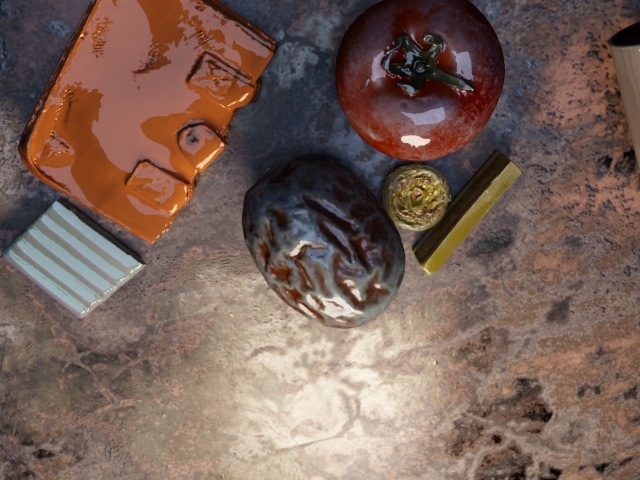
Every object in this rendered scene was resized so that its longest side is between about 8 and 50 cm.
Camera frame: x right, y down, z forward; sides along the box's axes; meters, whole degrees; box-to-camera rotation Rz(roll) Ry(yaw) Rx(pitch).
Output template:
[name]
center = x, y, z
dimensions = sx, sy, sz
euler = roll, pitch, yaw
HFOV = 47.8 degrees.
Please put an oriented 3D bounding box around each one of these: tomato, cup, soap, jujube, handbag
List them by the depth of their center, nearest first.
[tomato]
center = 0.160, -0.261, 1.174
dimensions = 0.270, 0.227, 0.270
euler = 0, 90, 7
[handbag]
center = -0.291, -0.232, 1.223
dimensions = 0.303, 0.116, 0.410
euler = 32, 104, -11
[cup]
center = 0.634, -0.261, 1.230
dimensions = 0.208, 0.288, 0.273
euler = -6, 113, 38
[jujube]
center = 0.002, 0.000, 1.257
dimensions = 0.308, 0.215, 0.246
euler = 40, 101, -12
[soap]
center = 0.261, -0.049, 1.316
dimensions = 0.037, 0.092, 0.252
euler = 36, 103, -14

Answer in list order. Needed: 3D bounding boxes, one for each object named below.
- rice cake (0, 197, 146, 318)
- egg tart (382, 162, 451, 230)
[rice cake]
center = -0.461, 0.036, 1.342
dimensions = 0.189, 0.037, 0.198
euler = -40, 105, 9
[egg tart]
center = 0.174, -0.083, 1.325
dimensions = 0.129, 0.049, 0.129
euler = 1, 109, 3
